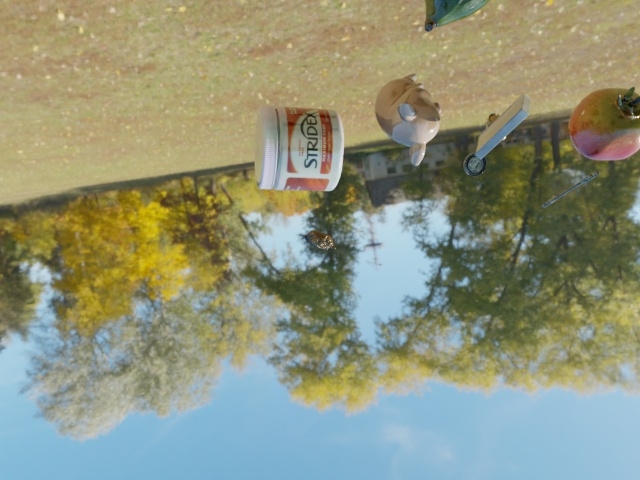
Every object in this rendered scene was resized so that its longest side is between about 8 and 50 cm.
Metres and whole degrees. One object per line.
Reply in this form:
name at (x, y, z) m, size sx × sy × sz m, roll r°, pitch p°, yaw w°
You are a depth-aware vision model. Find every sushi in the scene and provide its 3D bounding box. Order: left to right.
sushi at (-0.001, 0.003, 1.857) m, size 0.118 × 0.061 × 0.060 m, roll 11°, pitch -138°, yaw 3°

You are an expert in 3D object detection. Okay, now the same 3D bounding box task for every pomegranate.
pomegranate at (0.860, -0.350, 1.539) m, size 0.221 × 0.221 × 0.257 m, roll -10°, pitch 163°, yaw -13°

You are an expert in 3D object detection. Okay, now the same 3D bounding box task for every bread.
bread at (0.580, -0.374, 1.718) m, size 0.072 × 0.053 × 0.106 m, roll 21°, pitch -134°, yaw 3°

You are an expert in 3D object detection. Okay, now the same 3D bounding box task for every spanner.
spanner at (0.776, -0.156, 1.639) m, size 0.054 × 0.015 × 0.254 m, roll -31°, pitch 171°, yaw -18°

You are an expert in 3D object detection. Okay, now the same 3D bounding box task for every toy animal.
toy animal at (0.224, -0.332, 1.361) m, size 0.154 × 0.166 × 0.250 m, roll -35°, pitch -149°, yaw 15°

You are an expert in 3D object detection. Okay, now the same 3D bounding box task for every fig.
fig at (0.323, -0.627, 1.286) m, size 0.245 × 0.195 × 0.195 m, roll -53°, pitch 174°, yaw 17°

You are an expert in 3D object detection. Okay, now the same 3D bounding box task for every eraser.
eraser at (0.421, -0.266, 1.216) m, size 0.150 × 0.023 × 0.104 m, roll -47°, pitch -172°, yaw 41°

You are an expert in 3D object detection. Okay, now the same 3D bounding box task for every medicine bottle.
medicine bottle at (-0.071, -0.278, 1.603) m, size 0.241 × 0.252 × 0.252 m, roll -1°, pitch -175°, yaw -12°

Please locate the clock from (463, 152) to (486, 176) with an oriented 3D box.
clock at (0.549, -0.271, 1.864) m, size 0.085 × 0.085 × 0.017 m, roll -10°, pitch -166°, yaw -8°
